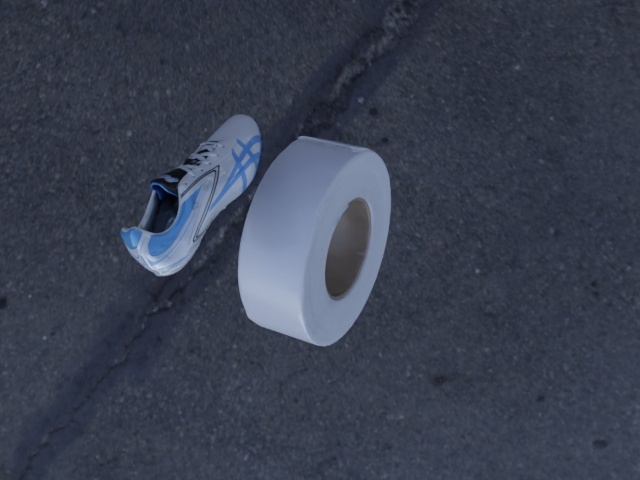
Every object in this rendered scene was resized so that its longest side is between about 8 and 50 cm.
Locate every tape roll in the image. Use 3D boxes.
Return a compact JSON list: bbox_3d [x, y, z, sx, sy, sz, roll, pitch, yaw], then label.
[{"bbox_3d":[0.000,0.000,1.079,0.100,0.286,0.286,15,125,25],"label":"tape roll"}]

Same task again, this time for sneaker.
[{"bbox_3d":[-0.144,-0.069,0.892,0.085,0.237,0.086,5,144,38],"label":"sneaker"}]
